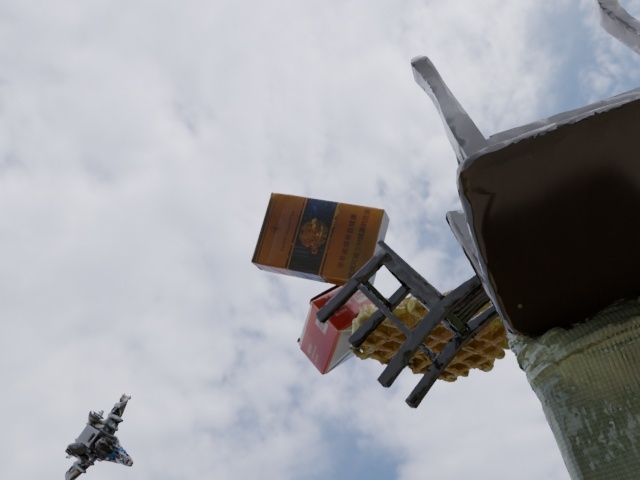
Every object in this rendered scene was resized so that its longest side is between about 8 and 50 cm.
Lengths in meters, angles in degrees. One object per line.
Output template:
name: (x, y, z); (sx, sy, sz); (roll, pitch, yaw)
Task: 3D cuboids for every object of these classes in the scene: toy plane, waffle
toy plane: (-0.271, 0.251, 0.819); (0.062, 0.188, 0.135); (39, -113, -15)
waffle: (0.190, 0.165, 1.139); (0.283, 0.065, 0.309); (-8, -39, 7)

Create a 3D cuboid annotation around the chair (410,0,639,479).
chair: (0.166, 0.010, 0.366); (0.160, 0.319, 0.186); (-17, -53, 4)

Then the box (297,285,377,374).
box: (0.038, 0.176, 1.380); (0.133, 0.099, 0.182); (-26, -31, -29)

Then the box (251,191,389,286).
box: (0.000, 0.000, 1.276); (0.070, 0.237, 0.152); (46, -124, -64)

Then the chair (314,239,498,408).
chair: (0.112, 0.031, 0.581); (0.212, 0.101, 0.084); (-46, -38, -1)
